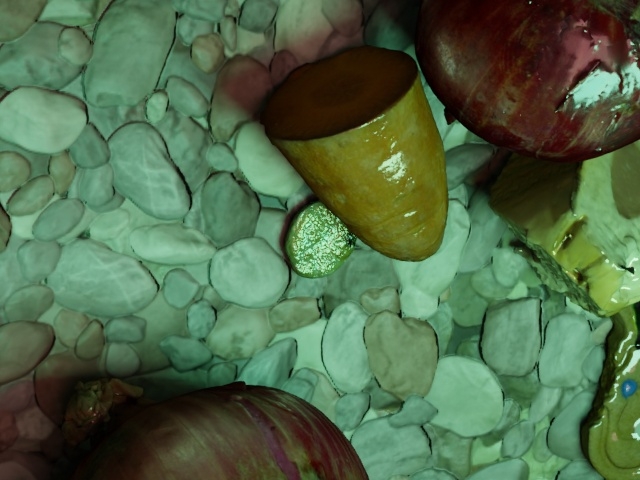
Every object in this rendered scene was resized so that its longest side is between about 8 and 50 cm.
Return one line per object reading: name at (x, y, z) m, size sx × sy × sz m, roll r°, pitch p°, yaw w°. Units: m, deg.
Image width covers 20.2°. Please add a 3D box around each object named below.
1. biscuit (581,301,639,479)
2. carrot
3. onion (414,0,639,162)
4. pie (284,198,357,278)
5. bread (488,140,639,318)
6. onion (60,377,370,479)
biscuit at (0.374, 0.167, 2.024) m, size 0.183 × 0.047 × 0.320 m, roll -17°, pitch 112°, yaw -21°
carrot at (0.052, -0.066, 1.761) m, size 0.159 × 0.159 × 0.225 m, roll -33°, pitch 128°, yaw -10°
onion at (0.228, -0.207, 1.708) m, size 0.276 × 0.276 × 0.276 m, roll -7°, pitch 110°, yaw -21°
pie at (0.000, 0.000, 1.819) m, size 0.085 × 0.017 × 0.085 m, roll -8°, pitch 111°, yaw -22°
bread at (0.301, -0.037, 1.828) m, size 0.183 × 0.211 × 0.224 m, roll 38°, pitch 95°, yaw -22°
onion at (-0.111, 0.300, 1.706) m, size 0.353 × 0.353 × 0.354 m, roll -7°, pitch 110°, yaw -21°
